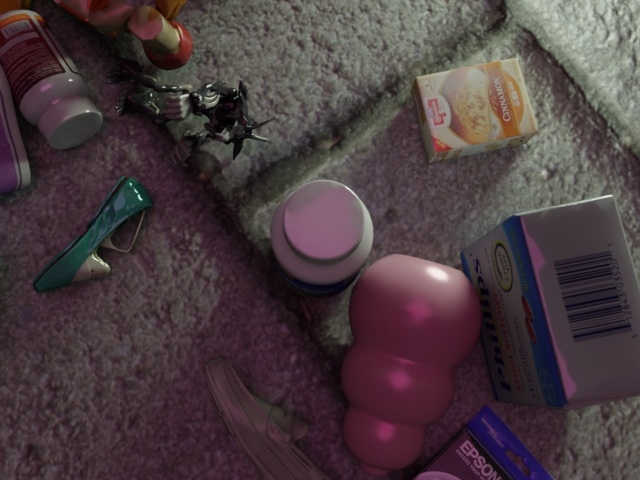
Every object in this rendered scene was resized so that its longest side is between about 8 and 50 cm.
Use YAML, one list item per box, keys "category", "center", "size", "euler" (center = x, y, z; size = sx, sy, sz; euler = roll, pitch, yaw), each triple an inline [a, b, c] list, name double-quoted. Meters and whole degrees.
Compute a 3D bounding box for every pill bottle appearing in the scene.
- category: "pill bottle"
  center: [0.000, 0.000, 1.006]
  size: [0.152, 0.272, 0.152]
  euler: [0, 78, -1]
- category: "pill bottle"
  center: [-0.475, -0.273, 1.128]
  size: [0.121, 0.121, 0.221]
  euler: [-34, 81, -8]

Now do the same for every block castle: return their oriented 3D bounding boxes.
- category: "block castle"
  center: [-0.364, -0.520, 1.100]
  size: [0.453, 0.213, 0.303]
  euler: [32, 93, -2]

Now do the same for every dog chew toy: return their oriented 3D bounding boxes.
- category: "dog chew toy"
  center: [0.123, 0.194, 1.015]
  size: [0.206, 0.206, 0.332]
  euler: [16, 86, 2]

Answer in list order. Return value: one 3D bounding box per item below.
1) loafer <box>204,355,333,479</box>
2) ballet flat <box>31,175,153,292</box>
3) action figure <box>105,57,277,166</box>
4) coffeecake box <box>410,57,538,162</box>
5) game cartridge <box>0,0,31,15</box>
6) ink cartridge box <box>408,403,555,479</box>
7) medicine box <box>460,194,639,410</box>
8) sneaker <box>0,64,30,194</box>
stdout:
- category: "loafer"
  center: [-0.069, 0.309, 1.031]
  size: [0.111, 0.112, 0.319]
  euler: [-34, 89, -13]
- category: "ballet flat"
  center: [-0.369, 0.007, 1.097]
  size: [0.087, 0.083, 0.247]
  euler: [39, 82, -8]
- category: "action figure"
  center: [-0.220, -0.205, 1.105]
  size: [0.275, 0.164, 0.141]
  euler: [21, 48, 10]
- category: "coffeecake box"
  center: [0.268, -0.229, 1.164]
  size: [0.185, 0.068, 0.142]
  euler: [-12, 80, -3]
- category: "game cartridge"
  center: [-0.677, -0.543, 1.197]
  size: [0.323, 0.052, 0.285]
  euler: [11, 82, -7]
- category: "ink cartridge box"
  center: [0.267, 0.407, 1.047]
  size: [0.208, 0.045, 0.206]
  euler: [-41, 82, -10]
- category: "medicine box"
  center: [0.342, 0.104, 0.985]
  size: [0.149, 0.289, 0.263]
  euler: [-10, 79, -6]
- category: "sneaker"
  center: [-0.586, -0.205, 1.058]
  size: [0.161, 0.102, 0.282]
  euler: [-21, 96, -45]
